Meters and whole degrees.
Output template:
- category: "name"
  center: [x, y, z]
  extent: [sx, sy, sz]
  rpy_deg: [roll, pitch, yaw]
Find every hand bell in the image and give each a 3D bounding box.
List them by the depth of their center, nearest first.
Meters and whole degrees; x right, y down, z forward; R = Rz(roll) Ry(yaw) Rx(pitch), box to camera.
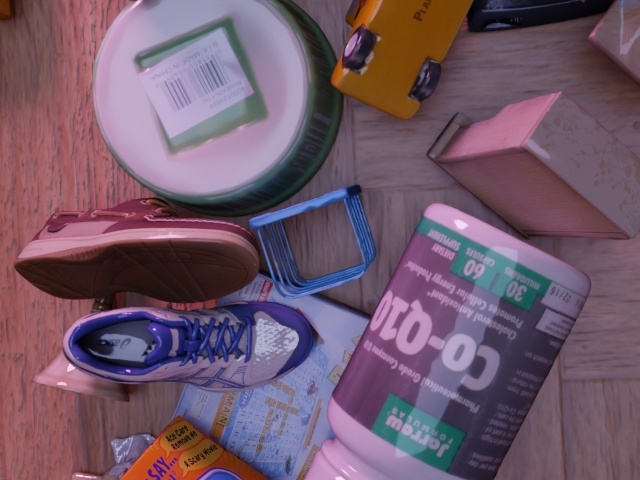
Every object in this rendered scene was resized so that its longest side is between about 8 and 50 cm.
- category: "hand bell"
  center: [-0.282, 0.077, 1.315]
  extent: [0.126, 0.126, 0.242]
  rpy_deg: [11, 81, 8]

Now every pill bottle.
- category: "pill bottle"
  center: [0.132, 0.158, 1.128]
  extent: [0.204, 0.204, 0.361]
  rpy_deg: [26, 93, 6]

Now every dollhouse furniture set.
- category: "dollhouse furniture set"
  center: [0.338, -0.204, 1.146]
  extent: [0.362, 0.256, 0.394]
  rpy_deg: [38, 81, -13]

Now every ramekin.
- category: "ramekin"
  center: [-0.131, -0.180, 1.247]
  extent: [0.303, 0.148, 0.303]
  rpy_deg: [0, 92, 8]

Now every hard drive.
- category: "hard drive"
  center: [0.293, -0.356, 1.229]
  extent: [0.254, 0.054, 0.172]
  rpy_deg: [-10, 91, 8]

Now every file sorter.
- category: "file sorter"
  center: [0.000, 0.000, 1.225]
  extent: [0.118, 0.170, 0.104]
  rpy_deg: [-19, 92, 8]

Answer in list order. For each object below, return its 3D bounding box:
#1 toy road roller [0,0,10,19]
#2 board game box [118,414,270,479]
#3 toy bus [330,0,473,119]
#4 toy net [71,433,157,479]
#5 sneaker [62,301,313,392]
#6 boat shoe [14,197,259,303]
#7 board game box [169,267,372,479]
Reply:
- category: "toy road roller"
  center: [-0.556, -0.384, 1.254]
  extent: [0.329, 0.240, 0.202]
  rpy_deg: [-2, 92, 8]
- category: "board game box"
  center: [-0.163, 0.493, 1.128]
  extent: [0.356, 0.356, 0.356]
  rpy_deg: [35, 110, 3]
- category: "toy bus"
  center: [0.122, -0.314, 1.165]
  extent: [0.108, 0.130, 0.333]
  rpy_deg: [21, 105, -18]
- category: "toy net"
  center: [-0.291, 0.353, 1.340]
  extent: [0.232, 0.045, 0.122]
  rpy_deg: [-41, 86, 7]
- category: "sneaker"
  center: [-0.154, 0.129, 1.192]
  extent: [0.296, 0.131, 0.112]
  rpy_deg: [-4, 85, -4]
- category: "boat shoe"
  center: [-0.213, -0.004, 1.215]
  extent: [0.342, 0.123, 0.123]
  rpy_deg: [-6, 50, 33]
- category: "board game box"
  center: [-0.019, 0.231, 1.287]
  extent: [0.318, 0.066, 0.319]
  rpy_deg: [23, 94, 7]
